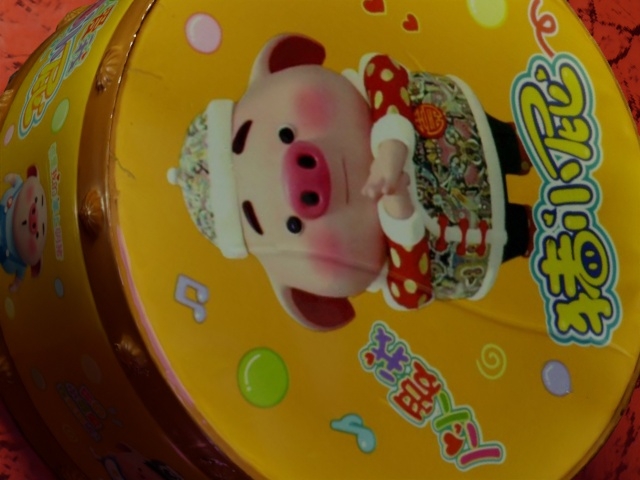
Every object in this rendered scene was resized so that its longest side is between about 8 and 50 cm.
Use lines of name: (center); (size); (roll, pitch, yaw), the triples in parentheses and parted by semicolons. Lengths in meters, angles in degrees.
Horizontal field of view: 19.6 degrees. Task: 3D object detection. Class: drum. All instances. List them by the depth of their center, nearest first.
drum: (0.000, 0.000, 1.201); (0.431, 0.214, 0.431); (8, 74, -30)
